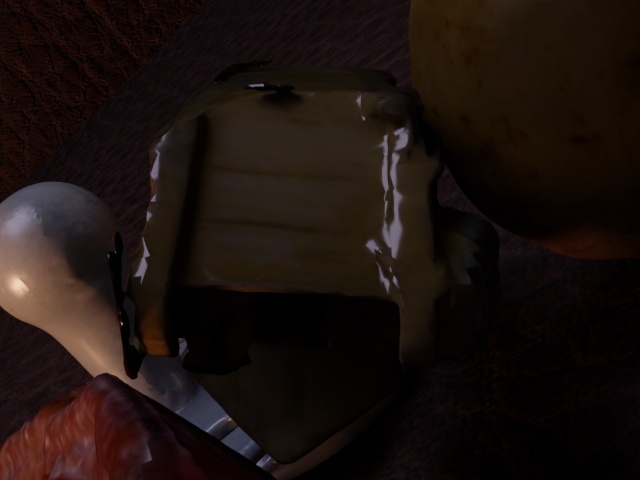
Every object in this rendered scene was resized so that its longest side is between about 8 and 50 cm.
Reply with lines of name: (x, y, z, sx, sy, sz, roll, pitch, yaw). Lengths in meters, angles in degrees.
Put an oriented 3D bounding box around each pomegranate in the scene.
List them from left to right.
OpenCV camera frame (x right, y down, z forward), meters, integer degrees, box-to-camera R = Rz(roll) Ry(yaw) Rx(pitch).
pomegranate: (0.159, -0.107, 0.743, 0.248, 0.248, 0.248, -39, 17, 14)

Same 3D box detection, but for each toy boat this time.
toy boat: (0.000, 0.000, 0.714, 0.136, 0.162, 0.445, 1, 8, 1)

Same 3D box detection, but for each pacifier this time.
pacifier: (-0.105, 0.057, 0.920, 0.244, 0.233, 0.299, -40, 18, -1)

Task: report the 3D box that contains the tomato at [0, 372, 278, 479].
tomato: (-0.029, 0.195, 0.527, 0.309, 0.170, 0.309, -28, 57, 54)
